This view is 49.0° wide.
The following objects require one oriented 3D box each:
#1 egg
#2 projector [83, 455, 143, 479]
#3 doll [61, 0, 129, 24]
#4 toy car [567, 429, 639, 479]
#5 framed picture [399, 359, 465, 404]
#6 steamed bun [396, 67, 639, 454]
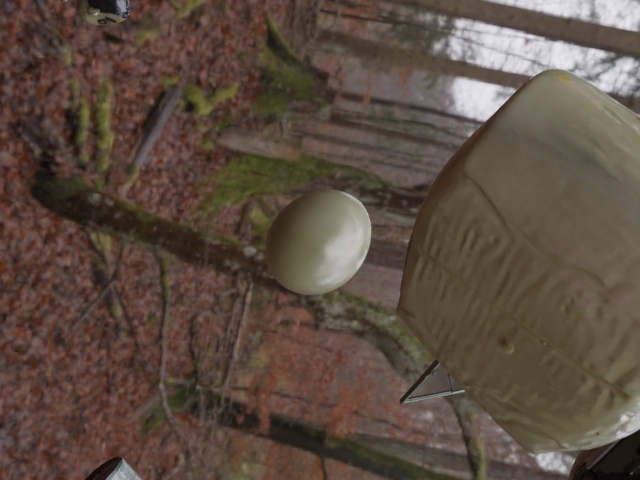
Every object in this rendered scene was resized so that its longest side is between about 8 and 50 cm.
[{"bbox_3d":[0.000,0.000,1.344,0.241,0.186,0.186,-40,153,-43],"label":"egg"},{"bbox_3d":[-0.276,0.526,1.207,0.108,0.337,0.108,-36,-169,8],"label":"projector"},{"bbox_3d":[-0.409,-0.427,1.225,0.102,0.179,0.089,-52,164,-55],"label":"doll"},{"bbox_3d":[0.330,0.198,0.696,0.108,0.089,0.210,-44,159,-44],"label":"toy car"},{"bbox_3d":[0.332,0.336,1.745,0.281,0.208,0.019,115,-37,-53],"label":"framed picture"},{"bbox_3d":[0.171,0.020,0.478,0.154,0.200,0.250,-36,157,-29],"label":"steamed bun"}]
